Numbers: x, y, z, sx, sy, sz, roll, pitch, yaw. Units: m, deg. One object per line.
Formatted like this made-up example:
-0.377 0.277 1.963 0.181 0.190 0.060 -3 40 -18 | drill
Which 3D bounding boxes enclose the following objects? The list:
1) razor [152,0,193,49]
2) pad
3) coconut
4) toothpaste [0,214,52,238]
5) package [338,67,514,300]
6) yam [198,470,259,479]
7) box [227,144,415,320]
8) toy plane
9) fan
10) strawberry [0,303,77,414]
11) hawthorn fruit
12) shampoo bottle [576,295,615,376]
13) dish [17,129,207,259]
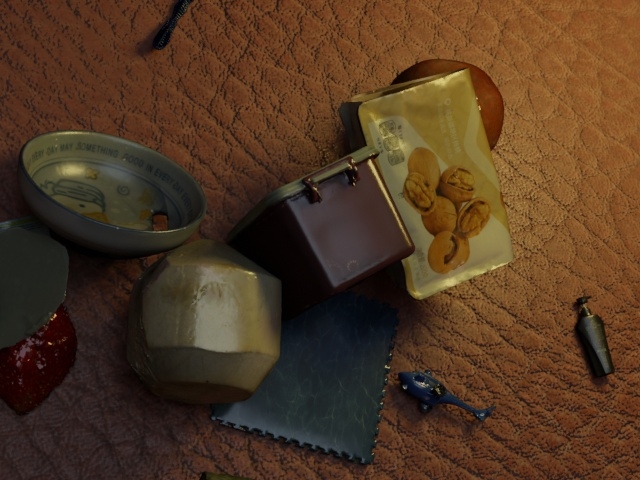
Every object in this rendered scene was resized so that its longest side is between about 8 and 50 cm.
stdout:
-0.237 -0.365 1.804 0.044 0.028 0.154 28 63 -8 | razor
-0.018 0.186 1.690 0.269 0.012 0.269 17 66 -13 | pad
-0.164 0.109 1.550 0.241 0.241 0.241 7 69 -17 | coconut
-0.471 -0.001 1.584 0.164 0.034 0.046 -14 76 -24 | toothpaste
0.147 -0.087 1.706 0.221 0.165 0.311 -22 103 -26 | package
-0.083 0.390 1.541 0.194 0.107 0.107 13 67 -16 | yam
0.000 0.000 1.605 0.193 0.294 0.167 -25 86 -22 | box
0.195 0.242 1.728 0.167 0.054 0.062 27 39 -8 | toy plane
-0.447 0.127 1.492 0.182 0.010 0.310 14 73 26 | fan
-0.414 0.148 1.534 0.147 0.082 0.187 2 74 -10 | strawberry
0.225 -0.218 1.838 0.251 0.199 0.199 -33 84 -41 | hawthorn fruit
0.461 0.162 1.860 0.048 0.027 0.137 -11 75 -14 | shampoo bottle
-0.313 -0.037 1.600 0.273 0.133 0.273 17 28 -10 | dish
